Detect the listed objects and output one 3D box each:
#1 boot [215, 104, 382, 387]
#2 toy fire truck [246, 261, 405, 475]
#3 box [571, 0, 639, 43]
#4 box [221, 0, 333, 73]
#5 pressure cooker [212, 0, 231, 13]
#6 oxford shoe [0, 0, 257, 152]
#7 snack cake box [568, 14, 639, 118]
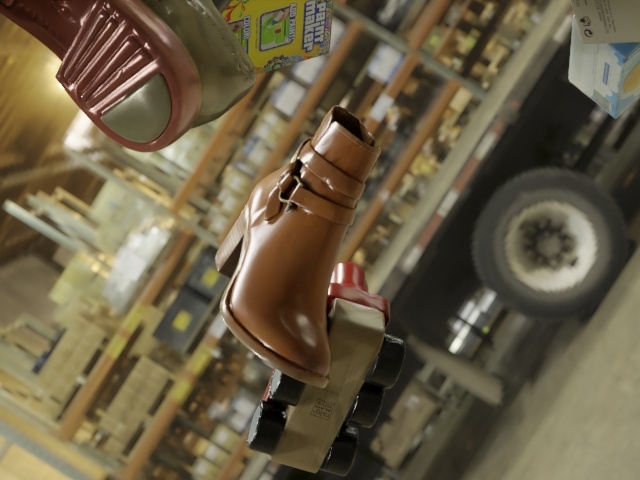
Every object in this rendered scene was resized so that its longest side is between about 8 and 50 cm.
[{"bbox_3d":[0.000,0.000,1.376,0.220,0.109,0.283,-52,25,16],"label":"boot"},{"bbox_3d":[-0.012,0.108,1.560,0.246,0.158,0.217,-86,16,-55],"label":"toy fire truck"},{"bbox_3d":[0.400,-0.267,1.390,0.113,0.275,0.094,-45,-52,-40],"label":"box"},{"bbox_3d":[-0.168,-0.376,1.900,0.279,0.290,0.177,-19,-38,-19],"label":"box"},{"bbox_3d":[-0.286,-0.428,1.428,0.375,0.420,0.370,-40,-30,-39],"label":"pressure cooker"},{"bbox_3d":[-0.211,-0.253,1.193,0.140,0.397,0.146,-40,-7,40],"label":"oxford shoe"},{"bbox_3d":[0.431,-0.291,1.690,0.264,0.089,0.152,-41,-24,-10],"label":"snack cake box"}]
